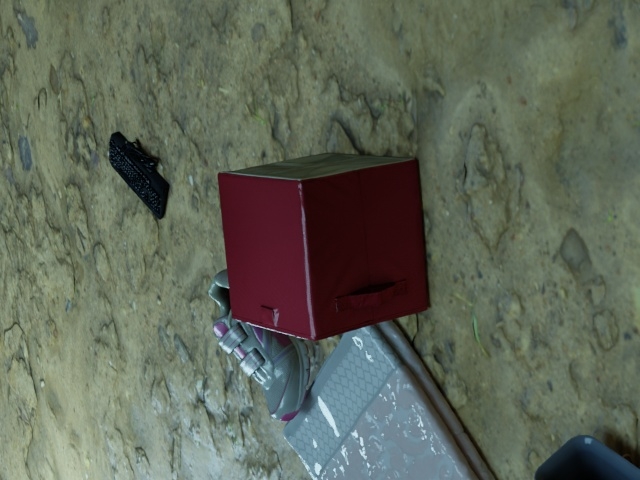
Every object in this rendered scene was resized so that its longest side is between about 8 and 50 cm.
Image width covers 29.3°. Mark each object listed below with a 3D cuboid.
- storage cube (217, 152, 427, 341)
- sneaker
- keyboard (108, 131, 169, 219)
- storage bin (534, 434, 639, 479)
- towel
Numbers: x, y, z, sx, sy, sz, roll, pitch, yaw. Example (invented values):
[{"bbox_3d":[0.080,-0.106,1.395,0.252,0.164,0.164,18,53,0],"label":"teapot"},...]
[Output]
[{"bbox_3d":[0.000,0.000,1.521,0.215,0.183,0.193,11,109,53],"label":"storage cube"},{"bbox_3d":[-0.096,0.144,1.745,0.103,0.111,0.252,-55,47,47],"label":"sneaker"},{"bbox_3d":[-0.319,-0.120,2.067,0.192,0.038,0.100,43,133,38],"label":"keyboard"},{"bbox_3d":[0.303,0.279,1.276,0.135,0.098,0.091,35,156,44],"label":"storage bin"},{"bbox_3d":[0.080,0.297,1.624,0.317,0.053,0.332,58,142,25],"label":"towel"}]
